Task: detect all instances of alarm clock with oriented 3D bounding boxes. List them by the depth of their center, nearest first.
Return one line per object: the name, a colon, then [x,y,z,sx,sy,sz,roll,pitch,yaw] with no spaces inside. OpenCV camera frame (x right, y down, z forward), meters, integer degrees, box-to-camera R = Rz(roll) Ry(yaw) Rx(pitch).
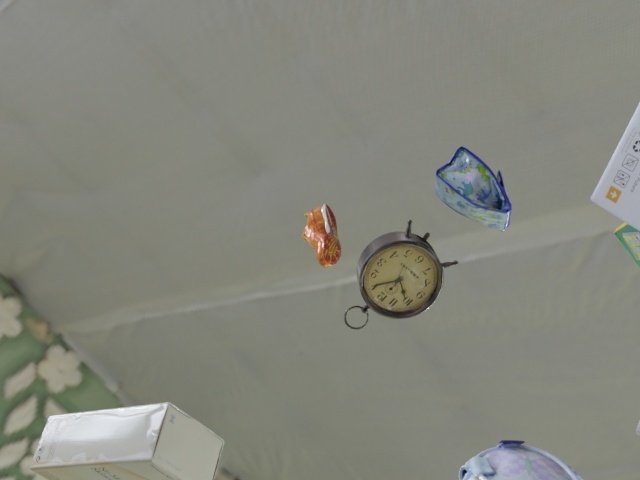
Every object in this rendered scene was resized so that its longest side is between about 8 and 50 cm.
alarm clock: [0.107,0.065,1.620,0.129,0.192,0.064,41,10,-18]

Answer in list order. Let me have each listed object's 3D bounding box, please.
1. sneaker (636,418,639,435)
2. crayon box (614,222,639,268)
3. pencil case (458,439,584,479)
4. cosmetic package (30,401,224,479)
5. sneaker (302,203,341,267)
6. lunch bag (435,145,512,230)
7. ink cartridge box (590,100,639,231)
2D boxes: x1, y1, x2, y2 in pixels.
sneaker: [0.653,0.308,1.826,0.151,0.256,0.094,24,-64,24]
crayon box: [0.695,0.039,1.639,0.363,0.313,0.106,55,-13,8]
pencil case: [0.181,0.340,1.037,0.113,0.124,0.273,-134,-133,-65]
cosmetic package: [-0.345,0.380,1.867,0.309,0.113,0.160,-12,-41,36]
sneaker: [0.000,0.000,2.064,0.067,0.175,0.064,-27,-58,15]
lunch bag: [0.290,-0.086,1.933,0.151,0.096,0.129,44,-5,15]
ink cartridge box: [0.516,-0.036,1.264,0.371,0.069,0.176,40,-63,38]
